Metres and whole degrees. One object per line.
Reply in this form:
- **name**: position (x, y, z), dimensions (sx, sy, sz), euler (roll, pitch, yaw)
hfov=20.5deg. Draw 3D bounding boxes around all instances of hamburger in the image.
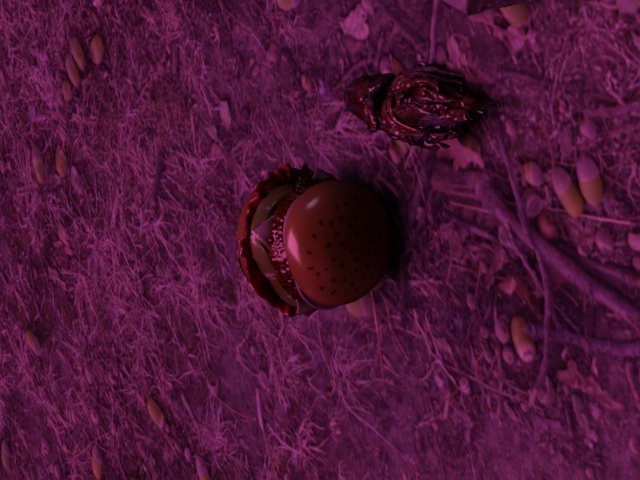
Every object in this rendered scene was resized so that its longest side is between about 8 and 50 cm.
- **hamburger**: position (0.001, 0.003, 1.947), dimensions (0.137, 0.175, 0.175), euler (7, 107, 49)

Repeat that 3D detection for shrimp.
- **shrimp**: position (0.110, -0.140, 1.806), dimensions (0.233, 0.079, 0.090), euler (6, 68, 53)

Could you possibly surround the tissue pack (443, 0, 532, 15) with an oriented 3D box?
- **tissue pack**: position (0.095, -0.330, 1.689), dimensions (0.229, 0.145, 0.159), euler (39, 132, 43)
